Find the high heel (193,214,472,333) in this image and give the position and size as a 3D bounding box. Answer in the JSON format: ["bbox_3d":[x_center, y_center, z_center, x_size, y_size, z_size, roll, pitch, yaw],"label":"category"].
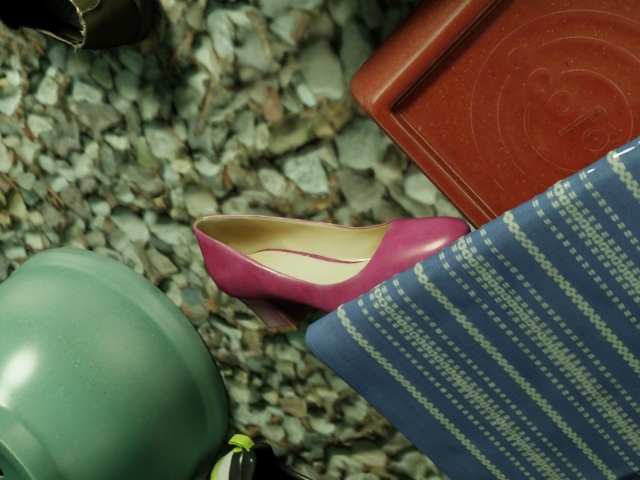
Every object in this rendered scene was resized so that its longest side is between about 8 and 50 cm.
[{"bbox_3d":[0.000,0.000,0.694,0.117,0.082,0.244,50,144,-17],"label":"high heel"}]

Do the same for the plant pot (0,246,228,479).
[{"bbox_3d":[-0.265,0.180,0.883,0.293,0.196,0.293,14,123,23],"label":"plant pot"}]

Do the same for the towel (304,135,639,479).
[{"bbox_3d":[0.179,0.070,0.605,0.336,0.040,0.243,-33,113,34],"label":"towel"}]

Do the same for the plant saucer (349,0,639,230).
[{"bbox_3d":[0.168,-0.080,0.568,0.258,0.048,0.259,46,129,0],"label":"plant saucer"}]

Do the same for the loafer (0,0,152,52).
[{"bbox_3d":[-0.240,-0.213,0.715,0.220,0.078,0.080,24,127,17],"label":"loafer"}]

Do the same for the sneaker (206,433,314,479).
[{"bbox_3d":[-0.018,0.289,0.869,0.235,0.084,0.097,46,129,0],"label":"sneaker"}]
